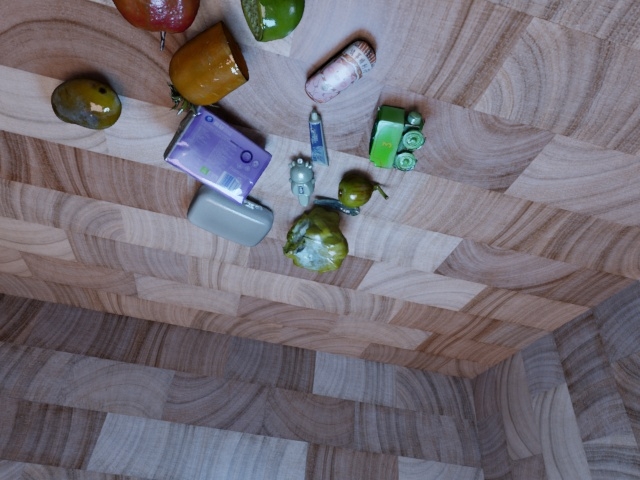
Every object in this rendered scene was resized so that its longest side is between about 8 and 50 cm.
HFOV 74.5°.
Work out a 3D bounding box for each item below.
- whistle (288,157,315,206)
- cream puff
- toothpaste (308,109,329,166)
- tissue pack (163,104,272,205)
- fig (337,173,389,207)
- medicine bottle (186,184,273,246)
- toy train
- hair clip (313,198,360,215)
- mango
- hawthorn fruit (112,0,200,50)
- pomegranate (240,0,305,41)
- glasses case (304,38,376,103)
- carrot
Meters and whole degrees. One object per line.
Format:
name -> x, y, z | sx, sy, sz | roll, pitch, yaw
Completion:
whistle -> -0.074, -0.244, 1.772 | 0.101, 0.106, 0.253 | 25, 143, 27
cream puff -> 0.008, 0.001, 1.936 | 0.274, 0.270, 0.323 | 44, 142, -15
toothpaste -> -0.012, -0.389, 1.622 | 0.069, 0.047, 0.268 | -10, 145, 0
tissue pack -> -0.392, -0.326, 1.599 | 0.338, 0.160, 0.242 | 33, 94, -30
fig -> 0.166, -0.215, 1.764 | 0.186, 0.148, 0.142 | -29, 128, -16
medicine bottle -> -0.423, -0.110, 1.978 | 0.375, 0.123, 0.282 | 24, 141, -23
toy train -> 0.276, -0.367, 1.541 | 0.188, 0.132, 0.243 | 10, 141, 2
hair clip -> 0.074, -0.158, 1.917 | 0.229, 0.036, 0.066 | 13, 147, -19
mango -> -0.861, -0.492, 1.533 | 0.316, 0.146, 0.193 | 2, 144, 29
hawthorn fruit -> -0.451, -0.663, 1.143 | 0.254, 0.254, 0.300 | 10, 131, -5
pomegranate -> -0.138, -0.686, 1.171 | 0.159, 0.241, 0.190 | -24, 171, -16
glasses case -> 0.061, -0.548, 1.378 | 0.266, 0.067, 0.103 | -26, 134, 36
carrot -> -0.367, -0.542, 1.348 | 0.331, 0.214, 0.193 | -21, 98, 25
